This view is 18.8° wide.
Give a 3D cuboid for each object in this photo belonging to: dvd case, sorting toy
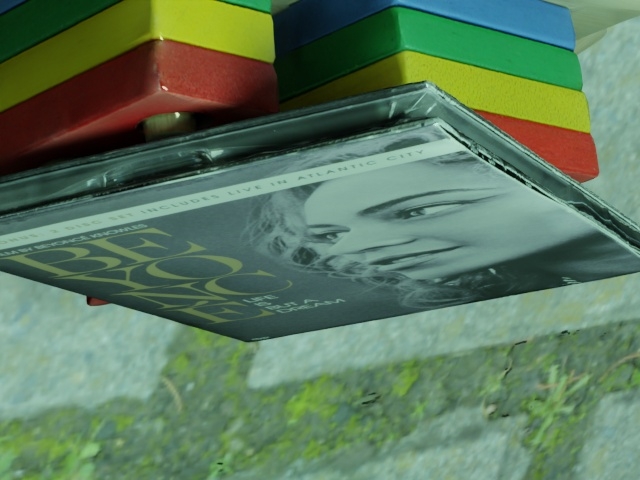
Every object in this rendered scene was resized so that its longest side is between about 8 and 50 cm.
[{"bbox_3d":[0.000,0.000,0.617,0.165,0.018,0.221,-11,165,22],"label":"dvd case"},{"bbox_3d":[-0.060,-0.042,0.649,0.257,0.255,0.089,7,71,-44],"label":"sorting toy"}]

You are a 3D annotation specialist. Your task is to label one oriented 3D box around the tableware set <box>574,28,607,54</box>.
[{"bbox_3d":[0.046,-0.046,0.896,0.194,0.039,0.128,-25,134,-25],"label":"tableware set"}]
